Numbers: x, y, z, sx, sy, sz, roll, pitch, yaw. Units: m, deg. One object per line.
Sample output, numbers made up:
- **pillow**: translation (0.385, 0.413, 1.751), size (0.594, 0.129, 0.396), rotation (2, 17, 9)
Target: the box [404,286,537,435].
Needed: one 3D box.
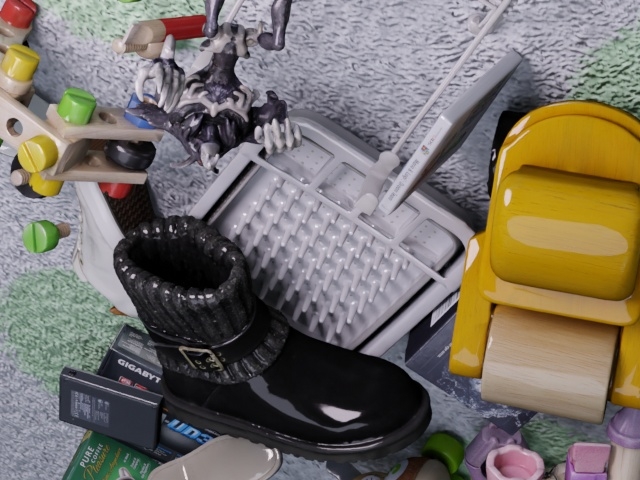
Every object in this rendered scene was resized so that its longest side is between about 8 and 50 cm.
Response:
- **box**: translation (0.204, 0.109, 1.830), size (0.158, 0.093, 0.156), rotation (34, 123, -12)

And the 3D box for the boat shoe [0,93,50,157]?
- **boat shoe**: translation (-0.391, -0.146, 1.857), size (0.219, 0.078, 0.070), rotation (20, 169, -3)

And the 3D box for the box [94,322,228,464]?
- **box**: translation (-0.192, 0.220, 2.126), size (0.220, 0.051, 0.175), rotation (27, 135, -5)

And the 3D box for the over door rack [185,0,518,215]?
- **over door rack**: translation (0.032, -0.215, 1.592), size (0.239, 0.108, 0.324), rotation (30, 127, -6)

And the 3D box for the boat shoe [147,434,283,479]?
- **boat shoe**: translation (-0.128, 0.295, 2.108), size (0.206, 0.075, 0.065), rotation (-20, 166, 28)

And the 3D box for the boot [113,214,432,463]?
- **boot**: translation (-0.054, 0.110, 1.822), size (0.348, 0.131, 0.260), rotation (6, 134, 17)

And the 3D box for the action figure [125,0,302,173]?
- **action figure**: translation (-0.092, -0.149, 1.521), size (0.164, 0.141, 0.276), rotation (12, 126, -7)

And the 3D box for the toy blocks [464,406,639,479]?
- **toy blocks**: translation (0.319, 0.270, 1.848), size (0.288, 0.309, 0.260), rotation (2, 120, 0)

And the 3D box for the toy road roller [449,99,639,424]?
- **toy road roller**: translation (0.238, 0.027, 1.601), size (0.202, 0.240, 0.330), rotation (10, 101, 12)

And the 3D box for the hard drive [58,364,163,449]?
- **hard drive**: translation (-0.270, 0.217, 2.099), size (0.135, 0.022, 0.094), rotation (17, 134, 7)

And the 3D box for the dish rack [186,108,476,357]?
- **dish rack**: translation (0.000, 0.000, 1.838), size (0.285, 0.072, 0.333), rotation (32, 134, -11)

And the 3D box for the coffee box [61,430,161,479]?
- **coffee box**: translation (-0.260, 0.344, 2.225), size (0.184, 0.113, 0.040), rotation (36, 136, -15)

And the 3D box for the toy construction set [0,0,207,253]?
- **toy construction set**: translation (-0.287, -0.152, 1.650), size (0.309, 0.237, 0.257), rotation (-31, 84, 29)

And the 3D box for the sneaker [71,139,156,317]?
- **sneaker**: translation (-0.255, -0.009, 1.899), size (0.123, 0.106, 0.290), rotation (-4, 131, 20)

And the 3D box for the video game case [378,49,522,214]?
- **video game case**: translation (0.130, -0.108, 1.631), size (0.019, 0.157, 0.143), rotation (41, 135, 7)

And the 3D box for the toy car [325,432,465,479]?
- **toy car**: translation (0.073, 0.325, 2.068), size (0.188, 0.155, 0.149), rotation (11, 135, 28)
